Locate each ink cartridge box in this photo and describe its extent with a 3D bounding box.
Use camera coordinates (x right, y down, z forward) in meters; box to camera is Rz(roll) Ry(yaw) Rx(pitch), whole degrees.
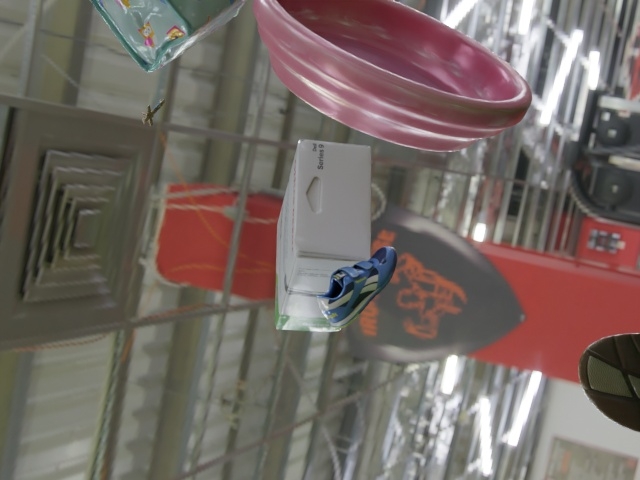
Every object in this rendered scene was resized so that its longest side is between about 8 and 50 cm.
[{"bbox_3d":[0.000,0.000,1.610,0.289,0.121,0.211,109,164,-63],"label":"ink cartridge box"}]

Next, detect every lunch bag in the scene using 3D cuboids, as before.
[{"bbox_3d":[-0.245,-0.419,1.470,0.262,0.160,0.223,49,-131,-8],"label":"lunch bag"}]

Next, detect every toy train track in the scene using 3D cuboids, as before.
[{"bbox_3d":[-0.346,-0.267,2.033,0.083,0.014,0.048,-57,-25,-44],"label":"toy train track"}]

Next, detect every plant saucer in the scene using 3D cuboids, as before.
[{"bbox_3d":[0.074,-0.197,1.127,0.332,0.332,0.084,-34,-29,-59],"label":"plant saucer"}]

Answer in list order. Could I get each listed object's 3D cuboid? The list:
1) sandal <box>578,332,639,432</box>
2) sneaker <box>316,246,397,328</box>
[{"bbox_3d":[0.334,0.123,0.876,0.060,0.219,0.090,126,140,-81],"label":"sandal"},{"bbox_3d":[0.052,0.056,1.388,0.059,0.053,0.144,48,-109,-19],"label":"sneaker"}]
